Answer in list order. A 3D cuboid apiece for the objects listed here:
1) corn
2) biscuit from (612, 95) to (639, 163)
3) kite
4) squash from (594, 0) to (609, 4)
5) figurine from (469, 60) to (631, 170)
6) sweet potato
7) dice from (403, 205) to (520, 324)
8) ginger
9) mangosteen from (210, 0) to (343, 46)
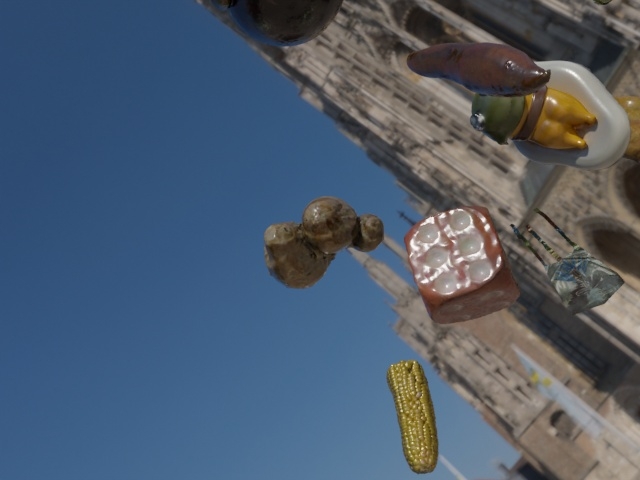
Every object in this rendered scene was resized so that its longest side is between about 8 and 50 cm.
[{"bbox_3d":[0.218,0.408,1.744,0.101,0.291,0.101,-3,-44,-3],"label":"corn"},{"bbox_3d":[0.581,-0.224,1.439,0.296,0.296,0.101,-17,-63,-44],"label":"biscuit"},{"bbox_3d":[0.640,0.046,1.936,0.169,0.310,0.015,-37,3,36],"label":"kite"},{"bbox_3d":[0.659,-0.648,1.544,0.340,0.094,0.094,-57,-29,7],"label":"squash"},{"bbox_3d":[0.332,-0.196,1.141,0.141,0.250,0.166,-4,-64,-41],"label":"figurine"},{"bbox_3d":[0.164,-0.185,0.792,0.058,0.264,0.057,-5,-72,-17],"label":"sweet potato"},{"bbox_3d":[0.257,0.048,1.376,0.174,0.174,0.179,-20,-22,15],"label":"dice"},{"bbox_3d":[0.000,0.000,1.826,0.304,0.155,0.244,-27,-44,23],"label":"ginger"},{"bbox_3d":[-0.085,-0.512,1.418,0.288,0.288,0.288,-34,-31,-25],"label":"mangosteen"}]
